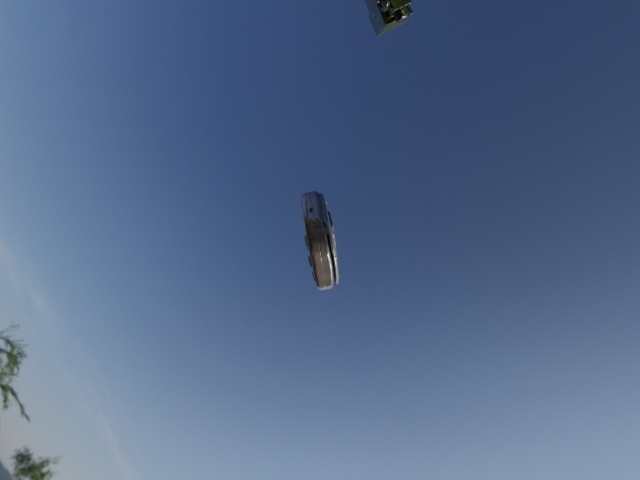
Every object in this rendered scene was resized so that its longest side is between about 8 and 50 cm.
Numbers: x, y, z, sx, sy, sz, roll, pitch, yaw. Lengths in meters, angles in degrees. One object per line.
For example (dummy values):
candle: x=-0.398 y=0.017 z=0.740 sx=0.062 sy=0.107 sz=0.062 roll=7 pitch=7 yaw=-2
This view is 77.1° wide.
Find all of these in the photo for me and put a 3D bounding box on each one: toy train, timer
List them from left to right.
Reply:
timer: x=0.000 y=0.000 z=0.934 sx=0.068 sy=0.191 sz=0.209 roll=-11 pitch=-47 yaw=1
toy train: x=0.124 y=-0.565 z=0.852 sx=0.226 sy=0.090 sz=0.137 roll=64 pitch=-2 yaw=-11
